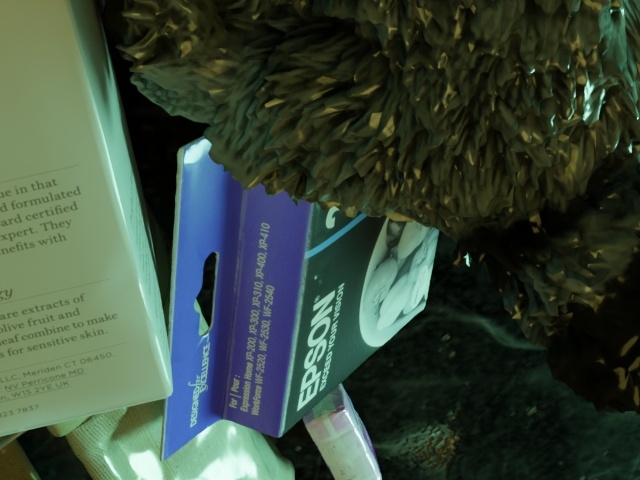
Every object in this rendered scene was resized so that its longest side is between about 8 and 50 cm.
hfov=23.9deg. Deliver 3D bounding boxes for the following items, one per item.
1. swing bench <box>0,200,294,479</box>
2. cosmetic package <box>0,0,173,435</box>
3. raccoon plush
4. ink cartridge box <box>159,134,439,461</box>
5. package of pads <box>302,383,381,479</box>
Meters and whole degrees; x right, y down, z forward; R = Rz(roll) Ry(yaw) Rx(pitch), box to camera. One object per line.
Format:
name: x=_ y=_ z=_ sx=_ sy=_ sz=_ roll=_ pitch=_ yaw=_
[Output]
swing bench: x=-0.156 y=0.148 z=0.878 sx=0.255 sy=0.165 sz=0.253 roll=-22 pitch=130 yaw=3
cosmetic package: x=-0.175 y=-0.105 z=0.649 sx=0.155 sy=0.197 sz=0.365 roll=-13 pitch=128 yaw=-3
raccoon plush: x=0.111 y=-0.139 z=0.593 sx=0.446 sy=0.216 sz=0.299 roll=33 pitch=139 yaw=6
ink cartridge box: x=0.000 y=0.000 z=0.796 sx=0.208 sy=0.045 sz=0.206 roll=-37 pitch=146 yaw=-42
package of pads: x=0.011 y=0.122 z=0.973 sx=0.032 sy=0.050 sz=0.083 roll=-22 pitch=130 yaw=4
